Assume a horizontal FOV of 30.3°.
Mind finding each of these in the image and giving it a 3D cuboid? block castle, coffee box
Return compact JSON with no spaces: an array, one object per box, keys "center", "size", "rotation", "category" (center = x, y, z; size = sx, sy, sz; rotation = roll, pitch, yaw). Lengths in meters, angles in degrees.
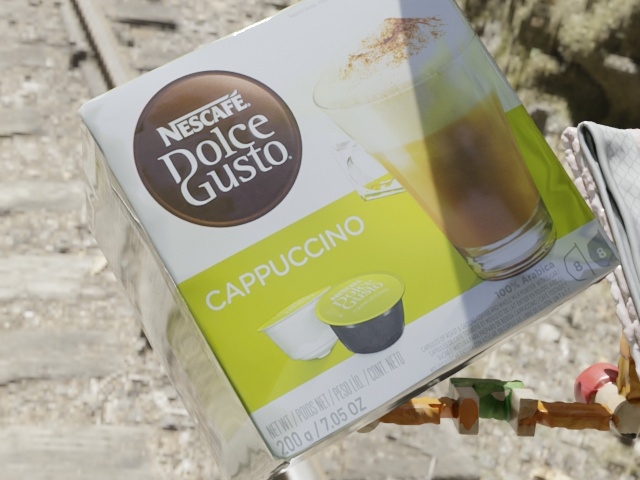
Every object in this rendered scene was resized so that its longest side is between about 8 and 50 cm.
[{"center":[0.237,0.114,1.677],"size":[0.453,0.303,0.213],"rotation":[2,8,-3],"category":"block castle"},{"center":[0.000,0.000,1.103],"size":[0.337,0.338,0.334],"rotation":[-28,80,-15],"category":"coffee box"}]

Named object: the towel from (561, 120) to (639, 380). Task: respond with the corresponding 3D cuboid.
[{"center":[0.444,0.015,1.419],"size":[0.317,0.053,0.332],"rotation":[2,66,-41],"category":"towel"}]
